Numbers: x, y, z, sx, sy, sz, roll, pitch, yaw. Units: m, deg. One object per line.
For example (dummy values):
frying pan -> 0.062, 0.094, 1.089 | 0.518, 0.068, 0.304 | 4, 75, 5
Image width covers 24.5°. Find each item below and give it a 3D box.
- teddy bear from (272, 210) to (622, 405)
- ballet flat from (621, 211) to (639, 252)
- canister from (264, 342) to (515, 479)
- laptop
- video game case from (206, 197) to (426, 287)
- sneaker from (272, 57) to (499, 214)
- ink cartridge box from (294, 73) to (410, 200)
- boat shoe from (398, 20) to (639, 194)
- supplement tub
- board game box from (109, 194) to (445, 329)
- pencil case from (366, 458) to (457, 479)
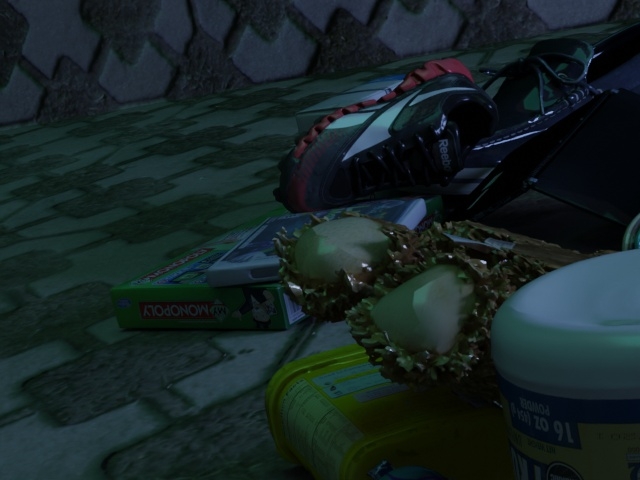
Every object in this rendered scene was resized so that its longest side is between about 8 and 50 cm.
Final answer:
teddy bear -> 0.125, 0.059, 0.917 | 0.245, 0.113, 0.338 | 21, 11, 34
ballet flat -> 0.326, -0.003, 1.271 | 0.248, 0.086, 0.086 | -20, 15, -36
canister -> 0.045, 0.124, 0.956 | 0.126, 0.073, 0.170 | -13, 14, -15
laptop -> 0.272, -0.045, 1.516 | 0.264, 0.136, 0.234 | -34, 6, 44
video game case -> 0.000, 0.000, 1.441 | 0.173, 0.022, 0.190 | -6, 14, 19
sneaker -> 0.081, -0.102, 1.620 | 0.276, 0.097, 0.135 | -31, 41, -18
ink cartridge box -> 0.063, -0.118, 1.829 | 0.082, 0.139, 0.191 | -1, 17, 36
boat shoe -> 0.280, -0.168, 1.825 | 0.500, 0.156, 0.187 | -20, 17, -26
supplement tub -> 0.157, 0.112, 0.621 | 0.144, 0.199, 0.144 | -11, 12, 2
board game box -> -0.036, 0.019, 1.540 | 0.214, 0.046, 0.317 | -3, 15, 36
pencil case -> 0.085, 0.161, 0.779 | 0.070, 0.064, 0.152 | -46, 28, -22
